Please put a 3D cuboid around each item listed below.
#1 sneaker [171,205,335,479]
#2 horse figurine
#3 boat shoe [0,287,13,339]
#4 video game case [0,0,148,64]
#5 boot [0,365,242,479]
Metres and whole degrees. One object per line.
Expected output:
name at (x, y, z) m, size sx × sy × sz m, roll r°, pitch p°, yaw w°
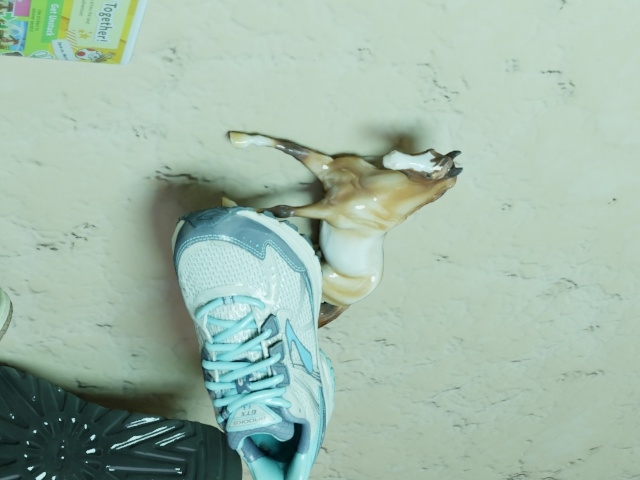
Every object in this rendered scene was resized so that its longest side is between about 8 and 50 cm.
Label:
sneaker at (-0.045, 0.094, 0.996) m, size 0.110 × 0.122 × 0.283 m, roll -8°, pitch 133°, yaw 13°
horse figurine at (0.000, 0.000, 1.031) m, size 0.174 × 0.066 × 0.263 m, roll 4°, pitch 138°, yaw -9°
boat shoe at (-0.382, 0.075, 1.012) m, size 0.257 × 0.095 × 0.095 m, roll -17°, pitch 136°, yaw 9°
video game case at (-0.199, -0.173, 0.739) m, size 0.206 × 0.026 × 0.227 m, roll 2°, pitch 159°, yaw -16°
boot at (-0.247, 0.236, 1.223) m, size 0.348 × 0.131 × 0.260 m, roll 17°, pitch 157°, yaw -5°
